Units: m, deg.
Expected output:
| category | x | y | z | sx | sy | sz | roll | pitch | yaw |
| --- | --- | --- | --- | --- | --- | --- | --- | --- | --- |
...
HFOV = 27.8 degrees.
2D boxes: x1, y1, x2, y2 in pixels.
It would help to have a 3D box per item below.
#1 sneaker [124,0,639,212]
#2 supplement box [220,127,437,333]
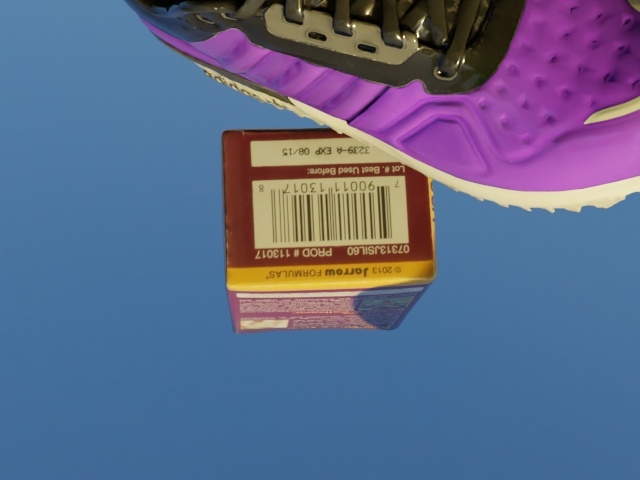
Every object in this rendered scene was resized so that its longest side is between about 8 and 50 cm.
| category | x | y | z | sx | sy | sz | roll | pitch | yaw |
| --- | --- | --- | --- | --- | --- | --- | --- | --- | --- |
| sneaker | 0.014 | -0.097 | 0.517 | 0.293 | 0.146 | 0.102 | 18 | -97 | 33 |
| supplement box | 0.000 | 0.000 | 0.709 | 0.104 | 0.188 | 0.080 | -1 | -101 | -3 |
